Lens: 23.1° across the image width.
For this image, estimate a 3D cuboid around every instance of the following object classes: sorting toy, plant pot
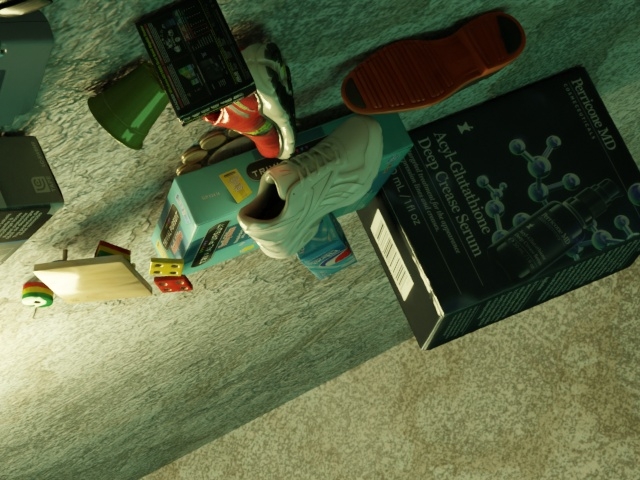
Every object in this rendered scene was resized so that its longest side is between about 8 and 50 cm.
[{"bbox_3d":[-0.314,0.041,2.237,0.275,0.046,0.132,-6,156,13],"label":"sorting toy"},{"bbox_3d":[-0.209,-0.160,1.791,0.079,0.083,0.083,-42,160,16],"label":"plant pot"}]

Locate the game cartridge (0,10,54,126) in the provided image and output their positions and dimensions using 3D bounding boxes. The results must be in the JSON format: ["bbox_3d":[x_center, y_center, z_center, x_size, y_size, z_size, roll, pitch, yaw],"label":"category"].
[{"bbox_3d":[-0.417,-0.150,1.543,0.297,0.062,0.198,-17,158,-27],"label":"game cartridge"}]

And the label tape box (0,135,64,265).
[{"bbox_3d":[-0.495,-0.012,1.764,0.334,0.105,0.241,-7,156,-48],"label":"label tape box"}]

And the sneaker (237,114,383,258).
[{"bbox_3d":[-0.014,-0.078,2.043,0.232,0.090,0.115,-48,145,5],"label":"sneaker"}]

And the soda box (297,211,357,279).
[{"bbox_3d":[0.000,0.000,2.295,0.067,0.071,0.210,-26,168,4],"label":"soda box"}]

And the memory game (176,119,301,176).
[{"bbox_3d":[-0.112,-0.127,2.141,0.186,0.012,0.186,-23,164,-7],"label":"memory game"}]

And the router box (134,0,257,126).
[{"bbox_3d":[-0.133,-0.196,1.686,0.092,0.122,0.038,-24,169,-3],"label":"router box"}]

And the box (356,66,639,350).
[{"bbox_3d":[0.289,-0.048,2.480,0.396,0.293,0.212,-22,164,-12],"label":"box"}]

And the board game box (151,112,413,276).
[{"bbox_3d":[-0.061,-0.069,2.242,0.336,0.079,0.254,-21,167,-20],"label":"board game box"}]

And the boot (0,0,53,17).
[{"bbox_3d":[-0.263,-0.271,1.313,0.263,0.091,0.229,-28,165,19],"label":"boot"}]

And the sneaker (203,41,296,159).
[{"bbox_3d":[-0.094,-0.173,1.919,0.118,0.107,0.279,-6,163,4],"label":"sneaker"}]

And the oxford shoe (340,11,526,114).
[{"bbox_3d":[0.145,-0.218,2.093,0.271,0.096,0.098,-20,169,-19],"label":"oxford shoe"}]
